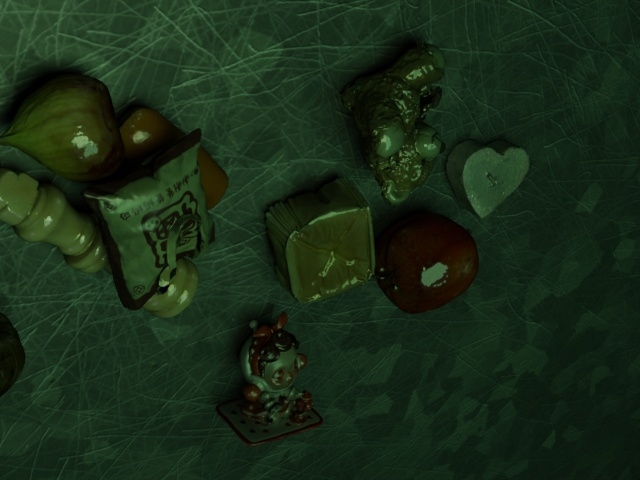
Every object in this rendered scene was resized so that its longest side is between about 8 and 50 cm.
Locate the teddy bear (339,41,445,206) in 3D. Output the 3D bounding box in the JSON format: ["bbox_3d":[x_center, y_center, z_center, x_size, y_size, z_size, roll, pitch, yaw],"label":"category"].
[{"bbox_3d":[0.143,-0.196,1.683,0.267,0.156,0.256,-58,138,-32],"label":"teddy bear"}]

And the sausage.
[{"bbox_3d":[-0.239,-0.130,1.492,0.098,0.098,0.238,-48,133,1],"label":"sausage"}]

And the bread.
[{"bbox_3d":[0.000,0.001,1.743,0.192,0.110,0.209,-23,130,-14],"label":"bread"}]

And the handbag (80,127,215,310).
[{"bbox_3d":[-0.247,-0.034,1.409,0.213,0.127,0.235,-40,139,-32],"label":"handbag"}]

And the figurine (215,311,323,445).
[{"bbox_3d":[-0.096,0.256,1.832,0.184,0.160,0.226,-10,117,-32],"label":"figurine"}]

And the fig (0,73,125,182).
[{"bbox_3d":[-0.390,-0.158,1.311,0.231,0.143,0.160,-5,83,-43],"label":"fig"}]

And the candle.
[{"bbox_3d":[0.346,-0.131,1.934,0.192,0.068,0.168,-1,116,-34],"label":"candle"}]

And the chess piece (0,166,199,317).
[{"bbox_3d":[-0.372,0.001,1.475,0.117,0.117,0.397,-51,132,4],"label":"chess piece"}]

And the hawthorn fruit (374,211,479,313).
[{"bbox_3d":[0.231,0.036,1.881,0.253,0.205,0.205,-24,131,-28],"label":"hawthorn fruit"}]

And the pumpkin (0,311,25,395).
[{"bbox_3d":[-0.543,0.156,1.379,0.219,0.219,0.162,28,103,-44],"label":"pumpkin"}]
